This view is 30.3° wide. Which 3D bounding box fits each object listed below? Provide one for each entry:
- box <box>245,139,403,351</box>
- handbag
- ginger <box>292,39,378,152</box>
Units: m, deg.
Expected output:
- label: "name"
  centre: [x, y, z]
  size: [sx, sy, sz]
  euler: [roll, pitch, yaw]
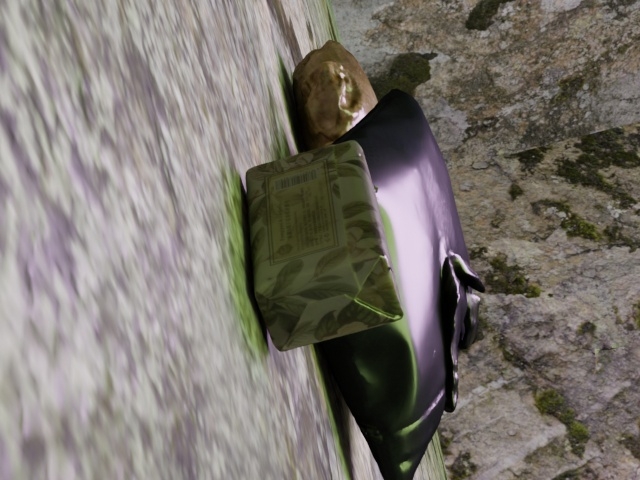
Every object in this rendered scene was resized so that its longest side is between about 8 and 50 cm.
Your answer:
- label: "box"
  centre: [0.000, 0.000, 0.538]
  size: [0.098, 0.062, 0.045]
  euler: [-96, 169, -51]
- label: "handbag"
  centre: [0.050, 0.022, 0.785]
  size: [0.254, 0.089, 0.211]
  euler: [-47, 122, -65]
- label: "ginger"
  centre: [0.018, -0.096, 0.968]
  size: [0.137, 0.074, 0.213]
  euler: [78, 5, -50]
